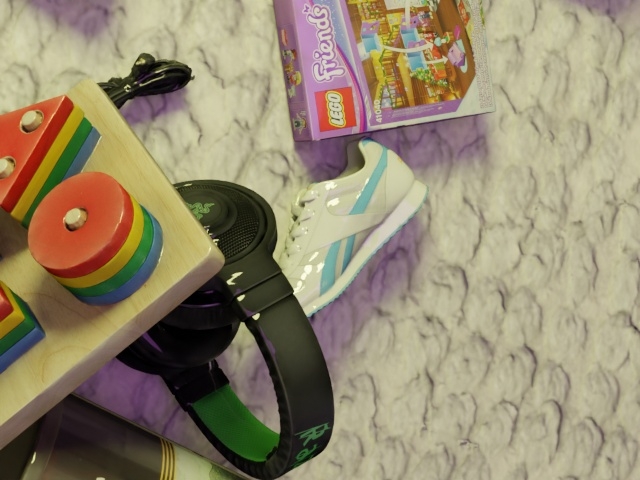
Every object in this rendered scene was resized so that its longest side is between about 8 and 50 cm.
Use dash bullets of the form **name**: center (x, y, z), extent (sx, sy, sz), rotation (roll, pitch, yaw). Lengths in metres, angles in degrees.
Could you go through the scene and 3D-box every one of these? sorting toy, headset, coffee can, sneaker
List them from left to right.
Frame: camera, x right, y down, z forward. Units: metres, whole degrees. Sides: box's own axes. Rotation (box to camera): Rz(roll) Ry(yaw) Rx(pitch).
- **sorting toy**: center (-0.249, 0.000, 1.229), extent (0.255, 0.257, 0.089), rotation (-39, 140, 0)
- **coffee can**: center (-0.171, 0.267, 1.332), extent (0.275, 0.201, 0.201), rotation (29, 83, -20)
- **headset**: center (-0.099, 0.019, 1.342), extent (0.185, 0.243, 0.394), rotation (-28, 77, -28)
- **sneaker**: center (0.000, 0.000, 1.450), extent (0.092, 0.087, 0.229), rotation (45, 71, -10)

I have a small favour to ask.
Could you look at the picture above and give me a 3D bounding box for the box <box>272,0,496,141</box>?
- **box**: center (0.053, -0.254, 1.464), extent (0.201, 0.057, 0.293), rotation (-10, 96, -21)
